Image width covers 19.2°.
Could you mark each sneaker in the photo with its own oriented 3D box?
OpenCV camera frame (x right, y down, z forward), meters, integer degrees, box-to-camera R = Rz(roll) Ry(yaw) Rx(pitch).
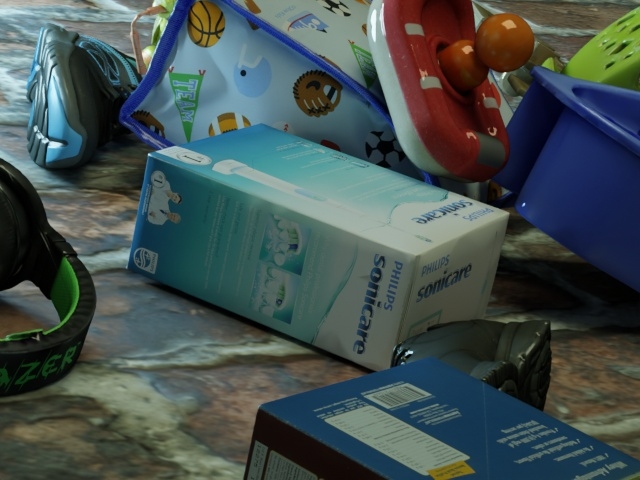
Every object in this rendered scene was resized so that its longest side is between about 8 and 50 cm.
[{"bbox_3d":[0.110,0.131,1.587,0.130,0.109,0.286,7,10,16],"label":"sneaker"},{"bbox_3d":[-0.257,-0.166,2.145,0.140,0.125,0.341,13,21,-12],"label":"sneaker"}]

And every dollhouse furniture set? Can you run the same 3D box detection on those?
[{"bbox_3d":[0.263,-0.186,2.561,0.242,0.161,0.212,30,15,-15],"label":"dollhouse furniture set"}]

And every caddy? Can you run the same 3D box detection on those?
[{"bbox_3d":[0.340,-0.061,1.985,0.341,0.179,0.241,29,13,-23],"label":"caddy"}]

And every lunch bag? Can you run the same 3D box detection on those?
[{"bbox_3d":[0.036,-0.141,2.101,0.385,0.239,0.328,35,24,13],"label":"lunch bag"}]

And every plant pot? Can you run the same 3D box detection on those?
[{"bbox_3d":[0.375,-0.137,2.245,0.207,0.228,0.227,-23,16,12],"label":"plant pot"}]

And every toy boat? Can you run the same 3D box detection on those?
[{"bbox_3d":[0.148,-0.181,1.905,0.151,0.231,0.151,-27,-21,30],"label":"toy boat"}]

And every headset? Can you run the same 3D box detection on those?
[{"bbox_3d":[-0.348,-0.028,1.602,0.243,0.185,0.394,-8,39,-46],"label":"headset"}]

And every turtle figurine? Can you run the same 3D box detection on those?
[{"bbox_3d":[-0.144,-0.260,2.227,0.087,0.217,0.269,38,-10,24],"label":"turtle figurine"}]

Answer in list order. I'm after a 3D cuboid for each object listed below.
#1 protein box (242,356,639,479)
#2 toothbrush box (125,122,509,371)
[{"bbox_3d":[0.081,0.194,1.304,0.201,0.136,0.200,26,23,35],"label":"protein box"},{"bbox_3d":[0.000,0.000,1.820,0.296,0.126,0.216,20,20,23],"label":"toothbrush box"}]
